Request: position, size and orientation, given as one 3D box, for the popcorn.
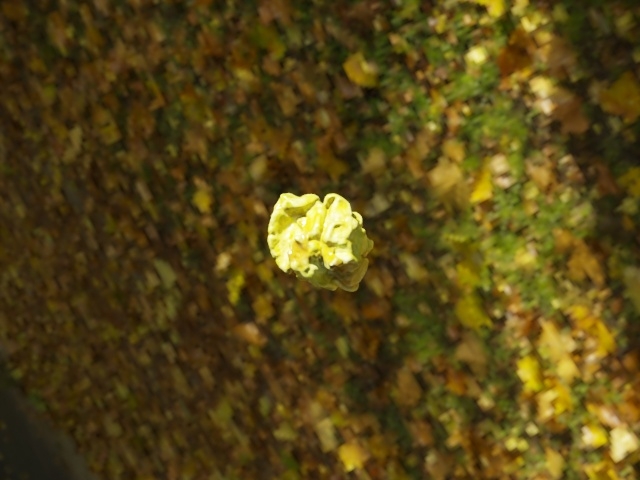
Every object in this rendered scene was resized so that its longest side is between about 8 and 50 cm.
[{"bbox_3d":[-0.002,0.002,0.946,0.083,0.059,0.068,36,150,-1],"label":"popcorn"}]
